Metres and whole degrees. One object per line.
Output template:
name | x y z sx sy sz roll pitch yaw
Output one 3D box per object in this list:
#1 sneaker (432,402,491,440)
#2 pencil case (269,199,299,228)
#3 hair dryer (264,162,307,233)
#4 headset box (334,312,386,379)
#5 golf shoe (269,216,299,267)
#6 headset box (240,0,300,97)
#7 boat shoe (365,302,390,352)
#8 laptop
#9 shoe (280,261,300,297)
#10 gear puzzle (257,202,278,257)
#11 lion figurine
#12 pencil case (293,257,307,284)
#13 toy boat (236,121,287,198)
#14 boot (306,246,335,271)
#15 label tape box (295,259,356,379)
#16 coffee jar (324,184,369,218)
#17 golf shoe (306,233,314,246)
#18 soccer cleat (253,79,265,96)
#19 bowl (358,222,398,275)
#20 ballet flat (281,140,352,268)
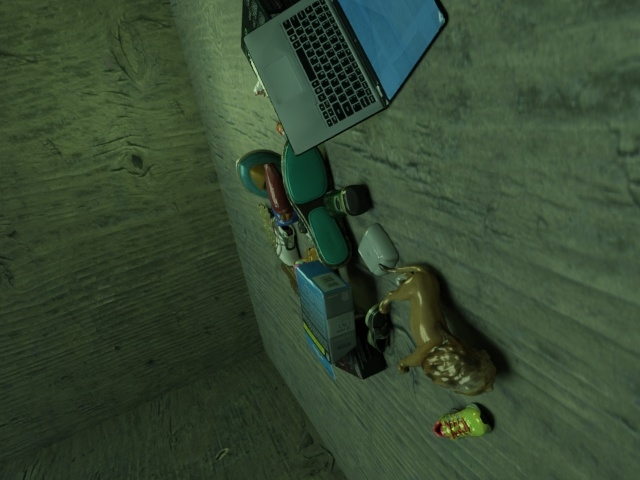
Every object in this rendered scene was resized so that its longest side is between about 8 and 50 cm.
sneaker | 0.373 0.499 1.077 0.081 0.094 0.208 63 156 22
pencil case | -0.175 -0.208 1.760 0.133 0.120 0.305 -38 -69 -72
hair dryer | -0.133 -0.174 1.504 0.293 0.080 0.223 56 -159 -47
headset box | 0.126 0.397 1.565 0.293 0.110 0.217 -14 94 69
golf shoe | -0.167 0.002 1.951 0.120 0.105 0.272 -22 88 62
headset box | -0.149 -0.643 1.293 0.246 0.132 0.283 63 158 18
boat shoe | 0.201 0.297 1.350 0.073 0.080 0.223 44 153 39
laptop | 0.011 -0.479 0.925 0.381 0.409 0.236 66 -168 11
shoe | -0.133 0.198 2.110 0.218 0.058 0.076 59 137 17
gear puzzle | -0.259 -0.042 2.224 0.176 0.044 0.338 26 134 59
lion figurine | 0.270 0.199 1.011 0.391 0.142 0.240 68 152 17
pencil case | -0.059 0.200 1.863 0.104 0.105 0.236 25 130 61
toy boat | -0.178 -0.309 1.562 0.148 0.268 0.317 47 117 53
boot | -0.026 0.135 1.719 0.295 0.104 0.210 -31 73 57
label tape box | 0.023 0.274 1.434 0.249 0.115 0.346 -142 39 -59
coffee jar | 0.081 -0.121 1.262 0.184 0.079 0.096 -179 75 -68
golf shoe | 0.000 0.000 1.546 0.198 0.077 0.094 55 180 13
soccer cleat | -0.216 -0.624 1.579 0.196 0.068 0.076 178 88 -67
bowl | 0.167 0.033 1.229 0.142 0.053 0.142 62 157 24
ballet flat | -0.020 -0.128 1.432 0.182 0.164 0.481 -134 24 -86
